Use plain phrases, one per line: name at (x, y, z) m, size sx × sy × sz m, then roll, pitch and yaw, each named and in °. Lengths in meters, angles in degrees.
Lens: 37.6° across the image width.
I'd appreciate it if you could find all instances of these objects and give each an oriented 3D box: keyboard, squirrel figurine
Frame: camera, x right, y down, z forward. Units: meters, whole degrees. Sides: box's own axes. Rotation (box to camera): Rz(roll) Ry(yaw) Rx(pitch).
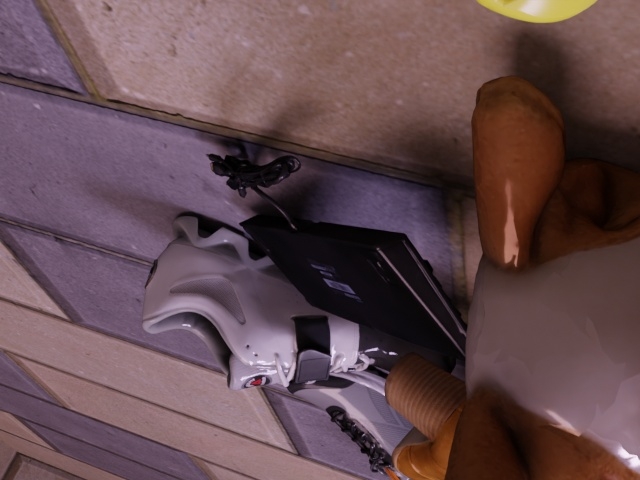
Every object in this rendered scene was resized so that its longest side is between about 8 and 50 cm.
keyboard at (0.000, 0.000, 0.766) m, size 0.201 × 0.033 × 0.317 m, roll 50°, pitch 165°, yaw -18°
squirrel figurine at (0.293, 0.096, 0.605) m, size 0.371 × 0.281 × 0.397 m, roll 3°, pitch 163°, yaw 19°

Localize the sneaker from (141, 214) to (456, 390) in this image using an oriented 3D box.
sneaker at (-0.028, 0.106, 0.971) m, size 0.331 × 0.146 × 0.122 m, roll 21°, pitch 153°, yaw 3°

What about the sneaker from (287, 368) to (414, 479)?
sneaker at (0.077, 0.236, 1.170) m, size 0.272 × 0.108 × 0.100 m, roll 28°, pitch 156°, yaw -3°

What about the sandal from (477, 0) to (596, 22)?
sandal at (0.007, -0.212, 0.366) m, size 0.317 × 0.126 × 0.138 m, roll 20°, pitch 152°, yaw -9°

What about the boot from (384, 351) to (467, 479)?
boot at (0.172, 0.232, 0.910) m, size 0.211 × 0.104 × 0.295 m, roll 36°, pitch 165°, yaw 31°
